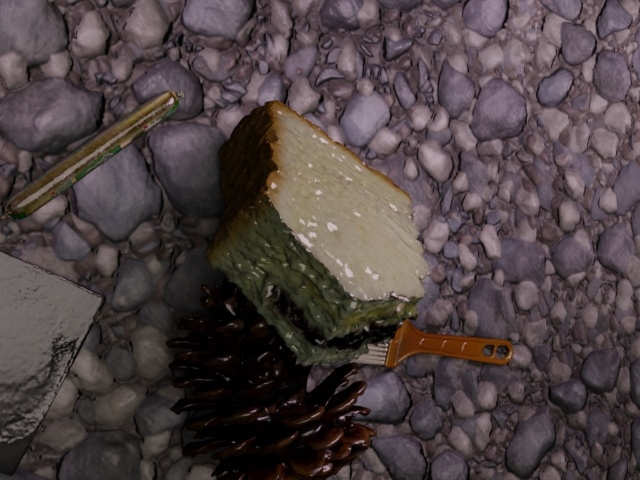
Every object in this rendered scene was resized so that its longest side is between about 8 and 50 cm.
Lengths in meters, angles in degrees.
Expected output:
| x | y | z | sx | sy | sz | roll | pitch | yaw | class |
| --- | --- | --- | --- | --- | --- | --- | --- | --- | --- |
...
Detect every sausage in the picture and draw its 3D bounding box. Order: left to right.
| x | y | z | sx | sy | sz | roll | pitch | yaw | class |
| --- | --- | --- | --- | --- | --- | --- | --- | --- | --- |
| -0.276 | -0.109 | 0.820 | 0.269 | 0.033 | 0.032 | -40 | 108 | -17 | sausage |

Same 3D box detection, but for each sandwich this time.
| x | y | z | sx | sy | sz | roll | pitch | yaw | class |
| --- | --- | --- | --- | --- | --- | --- | --- | --- | --- |
| 0.000 | -0.001 | 0.804 | 0.262 | 0.325 | 0.131 | 33 | 118 | -24 | sandwich |

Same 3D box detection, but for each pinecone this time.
| x | y | z | sx | sy | sz | roll | pitch | yaw | class |
| --- | --- | --- | --- | --- | --- | --- | --- | --- | --- |
| -0.069 | 0.179 | 0.825 | 0.247 | 0.246 | 0.291 | -26 | 93 | -21 | pinecone |

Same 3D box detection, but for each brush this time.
| x | y | z | sx | sy | sz | roll | pitch | yaw | class |
| --- | --- | --- | --- | --- | --- | --- | --- | --- | --- |
| 0.186 | 0.164 | 1.057 | 0.315 | 0.017 | 0.090 | 10 | 92 | -25 | brush |

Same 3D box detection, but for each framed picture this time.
| x | y | z | sx | sy | sz | roll | pitch | yaw | class |
| --- | --- | --- | --- | --- | --- | --- | --- | --- | --- |
| -0.448 | 0.108 | 0.758 | 0.324 | 0.013 | 0.244 | 30 | 80 | -26 | framed picture |
